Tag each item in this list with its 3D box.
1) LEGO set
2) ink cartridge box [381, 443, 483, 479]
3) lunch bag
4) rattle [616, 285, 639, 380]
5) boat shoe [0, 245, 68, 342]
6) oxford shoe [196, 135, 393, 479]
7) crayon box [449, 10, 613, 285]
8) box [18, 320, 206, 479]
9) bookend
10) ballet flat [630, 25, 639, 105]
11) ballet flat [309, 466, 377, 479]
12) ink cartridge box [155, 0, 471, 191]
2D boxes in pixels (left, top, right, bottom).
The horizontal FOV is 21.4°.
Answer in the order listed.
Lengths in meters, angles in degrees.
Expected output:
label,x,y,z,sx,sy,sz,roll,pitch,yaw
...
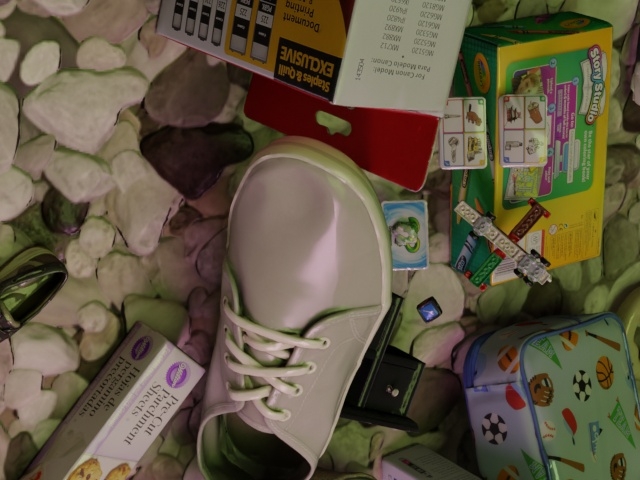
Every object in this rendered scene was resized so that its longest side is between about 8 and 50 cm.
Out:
label,x,y,z,sx,sy,sz,roll,pitch,yaw
LEGO set,0.155,-0.034,1.819,0.182,0.060,0.244,-2,99,7
ink cartridge box,0.192,0.434,1.894,0.071,0.330,0.324,-16,115,-30
lunch bag,0.288,0.239,1.969,0.243,0.115,0.303,-11,92,-47
rattle,0.412,0.151,2.075,0.200,0.143,0.130,-44,145,-22
boat shoe,-0.301,0.065,1.589,0.152,0.049,0.056,-46,127,-13
oxford shoe,-0.035,0.097,1.639,0.130,0.169,0.449,-56,163,-47
crayon box,0.233,-0.104,1.888,0.165,0.081,0.278,-13,114,-32
box,-0.243,0.232,1.682,0.324,0.063,0.067,-53,129,-8
bookend,0.056,0.116,1.847,0.157,0.072,0.156,17,96,-39
ballet flat,0.408,-0.165,2.000,0.074,0.074,0.203,-44,128,-14
ballet flat,-0.054,0.290,1.796,0.316,0.106,0.107,-12,129,-55
ink cartridge box,-0.011,-0.213,1.529,0.130,0.309,0.272,4,104,-36
